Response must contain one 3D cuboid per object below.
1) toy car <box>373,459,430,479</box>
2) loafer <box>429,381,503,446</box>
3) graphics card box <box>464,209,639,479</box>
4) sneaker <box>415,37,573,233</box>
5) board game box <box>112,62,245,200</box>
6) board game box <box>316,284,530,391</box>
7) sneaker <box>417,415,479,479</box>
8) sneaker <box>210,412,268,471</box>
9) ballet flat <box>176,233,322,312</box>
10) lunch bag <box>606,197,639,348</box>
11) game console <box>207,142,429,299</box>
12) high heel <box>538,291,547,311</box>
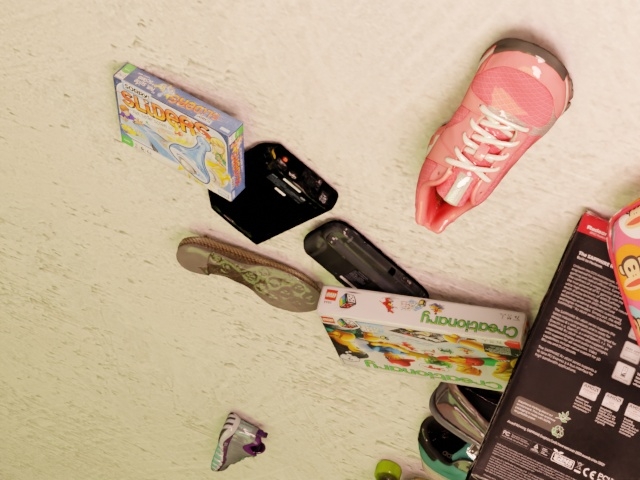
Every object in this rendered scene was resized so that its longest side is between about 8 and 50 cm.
[{"bbox_3d":[0.189,0.503,2.348,0.188,0.155,0.149,-17,128,35],"label":"toy car"},{"bbox_3d":[0.318,0.305,1.977,0.303,0.109,0.095,28,145,7],"label":"loafer"},{"bbox_3d":[0.348,0.175,1.488,0.233,0.371,0.094,24,158,8],"label":"graphics card box"},{"bbox_3d":[0.191,-0.104,1.430,0.116,0.136,0.314,28,150,-1],"label":"sneaker"},{"bbox_3d":[-0.197,-0.152,1.740,0.201,0.035,0.136,28,145,20],"label":"board game box"},{"bbox_3d":[0.162,0.150,1.856,0.305,0.053,0.193,7,153,19],"label":"board game box"},{"bbox_3d":[0.287,0.388,2.099,0.302,0.108,0.121,19,145,34],"label":"sneaker"},{"bbox_3d":[-0.170,0.444,2.611,0.098,0.083,0.223,22,149,2],"label":"sneaker"},{"bbox_3d":[-0.110,0.047,1.999,0.250,0.058,0.084,19,127,6],"label":"ballet flat"},{"bbox_3d":[0.442,0.007,1.339,0.293,0.120,0.258,-33,72,57],"label":"lunch bag"},{"bbox_3d":[0.000,0.000,1.841,0.361,0.044,0.213,40,150,-18],"label":"game console"},{"bbox_3d":[0.349,0.224,1.746,0.127,0.181,0.377,11,145,28],"label":"high heel"}]
